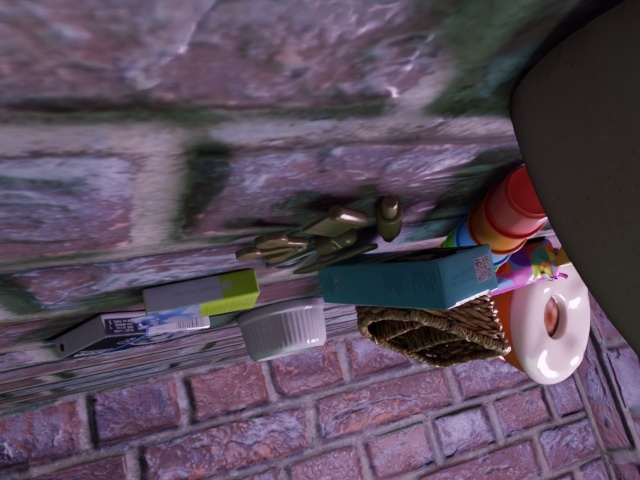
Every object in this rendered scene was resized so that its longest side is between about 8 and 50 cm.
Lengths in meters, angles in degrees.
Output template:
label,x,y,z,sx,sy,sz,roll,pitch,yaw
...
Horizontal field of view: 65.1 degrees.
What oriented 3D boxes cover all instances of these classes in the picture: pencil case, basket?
label,x,y,z,sx,sy,sz,roll,pitch,yaw
pencil case,0.420,0.069,1.132,0.237,0.104,0.104,-16,165,12
basket,0.193,0.161,1.016,0.214,0.222,0.299,-9,166,-19

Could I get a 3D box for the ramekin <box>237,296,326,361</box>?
label,x,y,z,sx,sy,sz,roll,pitch,yaw
ramekin,-0.083,0.211,1.172,0.208,0.108,0.207,-14,165,-4

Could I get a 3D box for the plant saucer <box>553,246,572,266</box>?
label,x,y,z,sx,sy,sz,roll,pitch,yaw
plant saucer,0.660,-0.052,0.937,0.333,0.080,0.333,-9,165,-17

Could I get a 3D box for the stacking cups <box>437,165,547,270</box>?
label,x,y,z,sx,sy,sz,roll,pitch,yaw
stacking cups,0.227,-0.004,0.683,0.096,0.095,0.316,-14,165,0

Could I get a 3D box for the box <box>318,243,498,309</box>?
label,x,y,z,sx,sy,sz,roll,pitch,yaw
box,0.106,0.050,0.688,0.101,0.060,0.244,-13,-176,-35

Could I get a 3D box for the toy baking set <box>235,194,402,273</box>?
label,x,y,z,sx,sy,sz,roll,pitch,yaw
toy baking set,0.006,-0.002,0.620,0.197,0.030,0.256,-13,166,9

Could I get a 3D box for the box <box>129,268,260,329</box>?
label,x,y,z,sx,sy,sz,roll,pitch,yaw
box,-0.185,0.089,0.744,0.179,0.042,0.109,-10,164,-16

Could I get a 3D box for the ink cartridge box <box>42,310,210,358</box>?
label,x,y,z,sx,sy,sz,roll,pitch,yaw
ink cartridge box,-0.345,0.169,0.896,0.208,0.045,0.206,-23,164,35

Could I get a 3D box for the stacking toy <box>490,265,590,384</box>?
label,x,y,z,sx,sy,sz,roll,pitch,yaw
stacking toy,0.484,0.205,1.467,0.351,0.349,0.480,-3,180,-38

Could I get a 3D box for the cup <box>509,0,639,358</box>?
label,x,y,z,sx,sy,sz,roll,pitch,yaw
cup,0.315,-0.013,0.332,0.332,0.236,0.331,-4,172,-1
